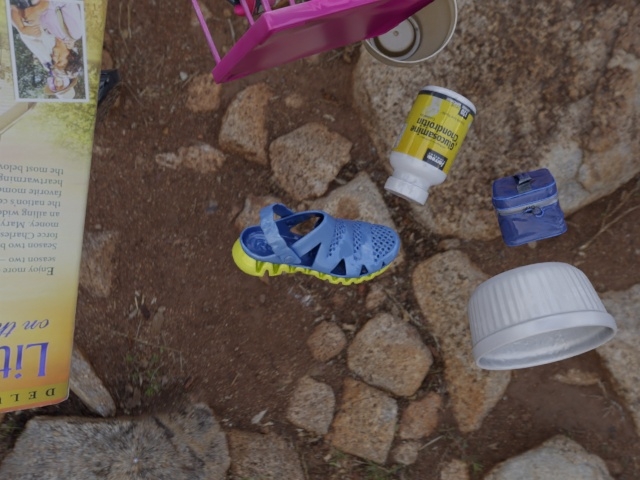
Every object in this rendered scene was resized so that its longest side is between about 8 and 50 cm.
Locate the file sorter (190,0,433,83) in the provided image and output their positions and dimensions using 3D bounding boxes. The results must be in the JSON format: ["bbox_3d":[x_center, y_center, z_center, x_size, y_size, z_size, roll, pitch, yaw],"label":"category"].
[{"bbox_3d":[-0.007,-0.346,0.688,0.291,0.202,0.182,-25,100,-24],"label":"file sorter"}]

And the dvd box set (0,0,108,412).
[{"bbox_3d":[-0.290,-0.079,0.312,0.308,0.062,0.420,0,108,-38],"label":"dvd box set"}]

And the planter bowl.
[{"bbox_3d":[0.135,-0.364,0.932,0.162,0.109,0.161,0,91,-3],"label":"planter bowl"}]

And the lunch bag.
[{"bbox_3d":[0.220,-0.041,0.594,0.098,0.067,0.065,-53,125,-67],"label":"lunch bag"}]

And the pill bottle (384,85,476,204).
[{"bbox_3d":[0.180,-0.158,0.935,0.103,0.103,0.184,24,93,-8],"label":"pill bottle"}]

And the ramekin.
[{"bbox_3d":[0.328,0.117,0.850,0.207,0.207,0.109,1,61,-18],"label":"ramekin"}]

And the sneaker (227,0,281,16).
[{"bbox_3d":[-0.184,-0.493,0.902,0.299,0.121,0.112,40,60,2],"label":"sneaker"}]

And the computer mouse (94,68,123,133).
[{"bbox_3d":[-0.300,-0.078,0.559,0.060,0.184,0.262,34,96,-16],"label":"computer mouse"}]

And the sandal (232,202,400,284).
[{"bbox_3d":[0.000,0.000,1.024,0.318,0.138,0.126,0,51,-13],"label":"sandal"}]
